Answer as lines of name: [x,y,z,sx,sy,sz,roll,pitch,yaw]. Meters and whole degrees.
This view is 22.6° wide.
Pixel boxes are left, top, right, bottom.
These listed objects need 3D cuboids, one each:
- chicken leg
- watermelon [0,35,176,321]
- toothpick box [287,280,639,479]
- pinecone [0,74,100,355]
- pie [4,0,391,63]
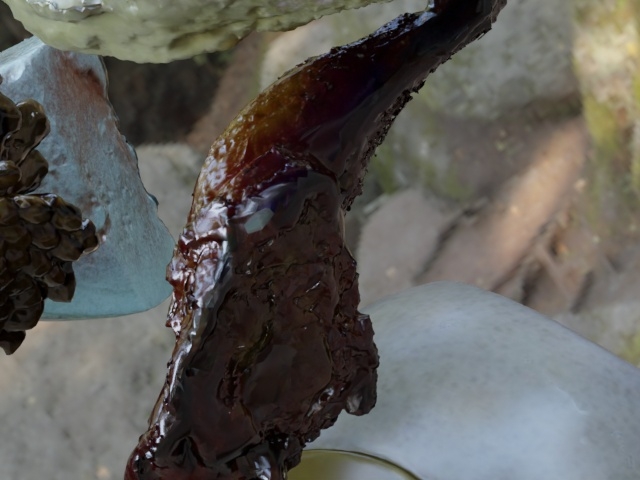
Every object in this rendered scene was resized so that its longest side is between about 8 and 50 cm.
chicken leg: [-0.006,0.000,0.510,0.053,0.093,0.205,42,115,55]
watermelon: [-0.245,-0.066,1.068,0.214,0.320,0.289,-58,-20,11]
toothpick box: [0.082,0.279,0.991,0.425,0.409,0.409,-56,21,-7]
pinecone: [-0.224,-0.021,0.869,0.179,0.195,0.150,-36,-3,3]
pie: [-0.006,-0.131,0.479,0.205,0.084,0.179,-13,58,21]
